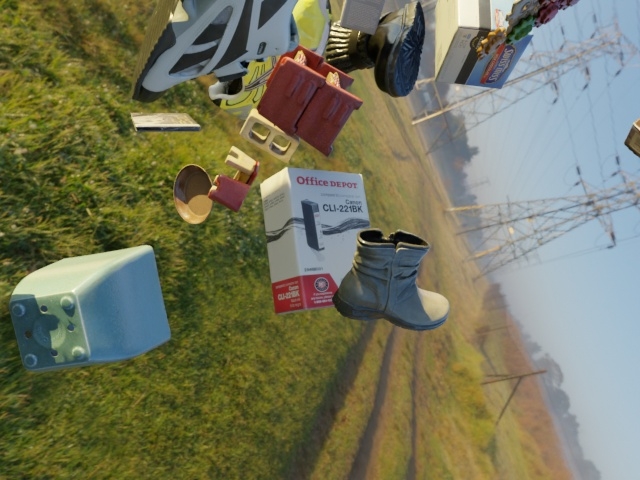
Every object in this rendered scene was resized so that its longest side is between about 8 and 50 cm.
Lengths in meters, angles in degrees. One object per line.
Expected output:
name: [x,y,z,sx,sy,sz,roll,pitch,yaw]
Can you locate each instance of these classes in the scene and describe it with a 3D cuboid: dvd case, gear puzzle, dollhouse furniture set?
dvd case: [-0.441,-0.336,1.245,0.221,0.164,0.018,-135,-135,-55]
gear puzzle: [0.540,-0.569,1.100,0.044,0.338,0.175,57,4,19]
dollhouse furniture set: [-0.088,-0.186,0.887,0.152,0.374,0.201,27,29,-17]

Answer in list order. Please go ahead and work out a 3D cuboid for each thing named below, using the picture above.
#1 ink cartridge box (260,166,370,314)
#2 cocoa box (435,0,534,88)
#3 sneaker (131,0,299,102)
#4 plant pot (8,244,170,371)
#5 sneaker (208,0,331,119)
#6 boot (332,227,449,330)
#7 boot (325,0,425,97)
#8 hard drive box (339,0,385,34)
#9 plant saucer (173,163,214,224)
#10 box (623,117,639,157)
ink cartridge box: [0.000,0.000,0.898,0.196,0.114,0.273,-1,78,-36]
cocoa box: [0.511,-0.705,1.415,0.231,0.227,0.348,99,-3,-67]
sneaker: [-0.107,-0.236,0.504,0.146,0.330,0.123,20,61,-38]
plant pot: [-0.518,0.164,0.978,0.252,0.246,0.248,-63,144,-82]
sneaker: [-0.121,-0.434,1.044,0.147,0.384,0.145,-11,62,-53]
boot: [0.151,0.067,0.758,0.246,0.161,0.084,9,31,-24]
boot: [0.124,-0.482,1.159,0.131,0.259,0.348,63,36,-42]
hard drive box: [0.118,-0.622,0.988,0.232,0.089,0.181,109,-9,-49]
plant saucer: [-0.415,-0.154,1.478,0.036,0.198,0.199,-10,81,-55]
box: [0.927,-0.340,1.015,0.143,0.381,0.191,52,21,22]
